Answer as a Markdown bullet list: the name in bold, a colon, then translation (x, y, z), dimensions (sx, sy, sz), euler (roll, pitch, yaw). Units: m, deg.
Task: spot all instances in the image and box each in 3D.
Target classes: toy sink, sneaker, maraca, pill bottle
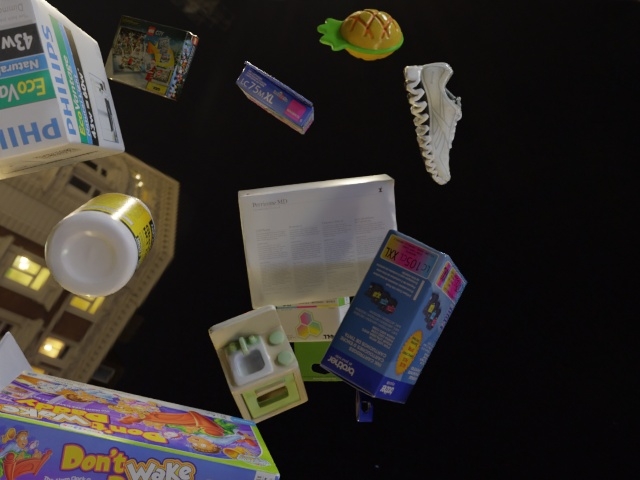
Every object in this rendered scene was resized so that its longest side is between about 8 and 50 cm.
- **toy sink**: translation (-0.129, 0.277, 1.338), dimensions (0.153, 0.234, 0.131), euler (-20, -133, -11)
- **sneaker**: translation (0.275, -0.268, 1.430), dimensions (0.118, 0.292, 0.110), euler (-14, -155, 8)
- **maraca**: translation (0.087, -0.443, 1.330), dimensions (0.186, 0.099, 0.127), euler (-3, -130, -10)
- **pill bottle**: translation (-0.490, -0.007, 1.432), dimensions (0.188, 0.188, 0.334), euler (-45, -166, 8)

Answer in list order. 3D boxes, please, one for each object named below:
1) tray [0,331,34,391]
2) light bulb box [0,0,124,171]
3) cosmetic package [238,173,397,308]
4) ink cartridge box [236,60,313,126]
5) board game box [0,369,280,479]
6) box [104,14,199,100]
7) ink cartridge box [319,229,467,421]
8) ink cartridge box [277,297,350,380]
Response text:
- **tray**: translation (-0.661, 0.324, 1.219), dimensions (0.030, 0.145, 0.270), euler (-4, -146, 8)
- **light bulb box**: translation (-0.554, -0.218, 1.005), dimensions (0.358, 0.225, 0.361), euler (-14, -173, -4)
- **cosmetic package**: translation (0.000, 0.000, 1.529), dimensions (0.377, 0.284, 0.097), euler (-7, -163, -6)
- **ink cartridge box**: translation (-0.106, -0.343, 1.518), dimensions (0.065, 0.186, 0.311), euler (-57, -176, 2)
- **board game box**: translation (-0.245, 0.269, 0.807), dimensions (0.233, 0.347, 0.078), euler (178, -72, -76)
- **box**: translation (-0.417, -0.447, 1.504), dimensions (0.233, 0.044, 0.159), euler (23, -86, 28)
- **ink cartridge box**: translation (0.160, 0.208, 1.385), dimensions (0.151, 0.270, 0.395), euler (28, -94, 28)
- **ink cartridge box**: translation (-0.012, 0.274, 1.724), dimensions (0.189, 0.097, 0.255), euler (-5, -92, 21)
